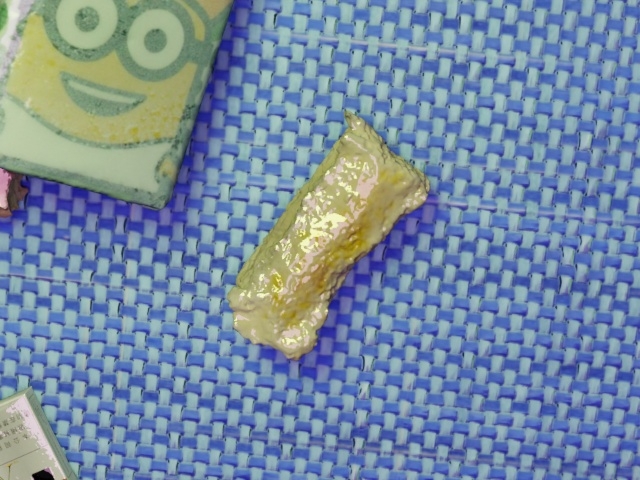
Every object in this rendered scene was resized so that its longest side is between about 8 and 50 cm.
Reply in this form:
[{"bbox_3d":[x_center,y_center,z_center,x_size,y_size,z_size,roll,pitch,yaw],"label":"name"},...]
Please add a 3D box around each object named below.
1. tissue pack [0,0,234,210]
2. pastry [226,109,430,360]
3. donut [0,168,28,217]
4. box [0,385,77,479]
[{"bbox_3d":[-0.219,-0.206,1.366,0.228,0.128,0.311,14,100,-32],"label":"tissue pack"},{"bbox_3d":[0.006,0.002,1.451,0.121,0.089,0.258,34,100,0],"label":"pastry"},{"bbox_3d":[-0.368,-0.105,1.451,0.117,0.065,0.166,2,98,-2],"label":"donut"},{"bbox_3d":[-0.324,0.247,1.522,0.084,0.040,0.154,-24,97,4],"label":"box"}]
